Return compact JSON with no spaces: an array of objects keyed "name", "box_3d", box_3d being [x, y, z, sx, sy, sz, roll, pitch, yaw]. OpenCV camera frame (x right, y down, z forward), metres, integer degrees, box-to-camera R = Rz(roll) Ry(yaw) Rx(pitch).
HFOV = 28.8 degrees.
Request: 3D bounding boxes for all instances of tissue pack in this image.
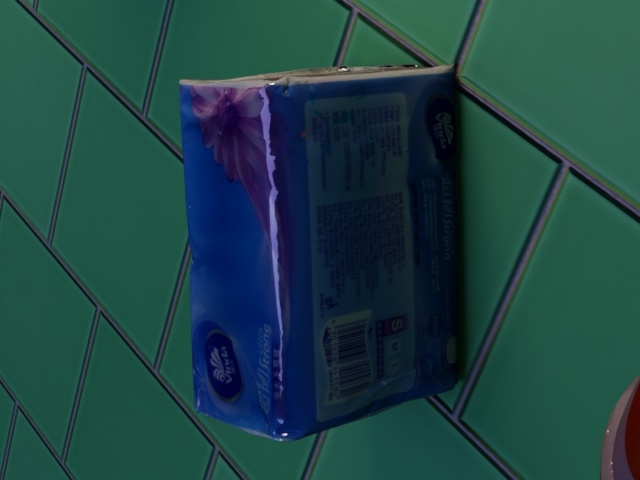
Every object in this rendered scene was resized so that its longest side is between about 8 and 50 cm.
[{"name":"tissue pack","box_3d":[0.000,0.000,0.972,0.146,0.198,0.264,7,104,47]}]

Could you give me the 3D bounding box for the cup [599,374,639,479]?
[{"name":"cup","box_3d":[0.250,0.057,0.604,0.203,0.203,0.288,50,163,31]}]
